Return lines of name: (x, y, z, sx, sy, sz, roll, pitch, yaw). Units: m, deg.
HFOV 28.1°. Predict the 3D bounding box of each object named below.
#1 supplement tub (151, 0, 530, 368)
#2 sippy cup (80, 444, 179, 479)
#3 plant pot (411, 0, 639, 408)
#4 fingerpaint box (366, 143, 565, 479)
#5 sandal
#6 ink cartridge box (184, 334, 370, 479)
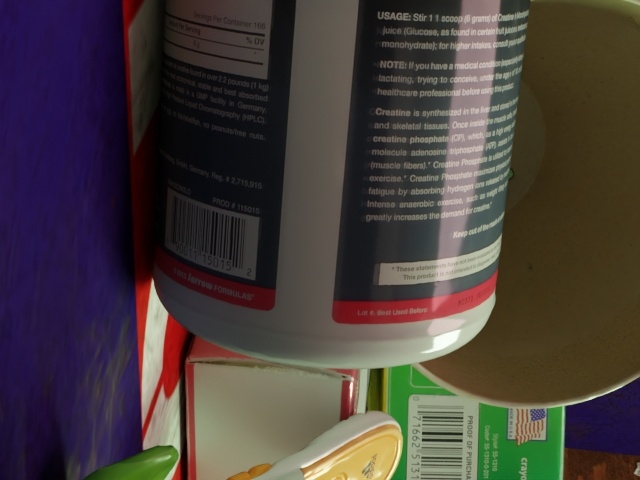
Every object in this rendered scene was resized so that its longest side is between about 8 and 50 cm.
supplement tub: (0.011, -0.086, 0.678, 0.191, 0.191, 0.272, -71, 166, -74)
sippy cup: (0.005, 0.222, 0.477, 0.240, 0.305, 0.224, -64, 173, -45)
plant pot: (0.133, -0.049, 0.918, 0.191, 0.284, 0.284, -130, -138, -67)
fingerpaint box: (0.131, 0.017, 1.217, 0.371, 0.163, 0.444, -94, -175, -87)
sandal: (-0.014, 0.181, 0.760, 0.265, 0.076, 0.102, -28, 132, -43)
ink cartridge box: (-0.022, 0.090, 0.991, 0.283, 0.117, 0.207, -78, 171, -57)
